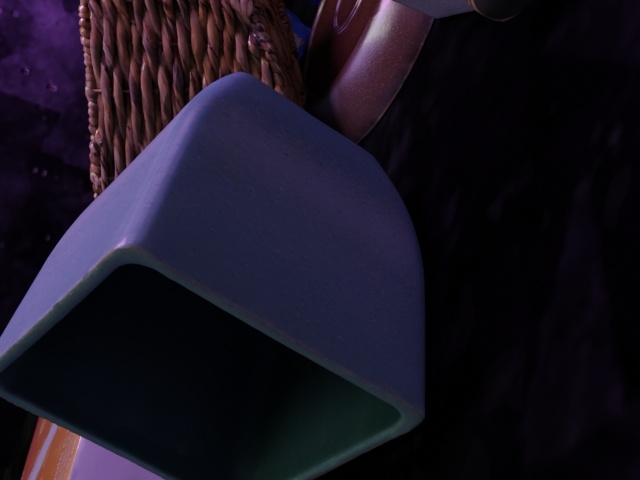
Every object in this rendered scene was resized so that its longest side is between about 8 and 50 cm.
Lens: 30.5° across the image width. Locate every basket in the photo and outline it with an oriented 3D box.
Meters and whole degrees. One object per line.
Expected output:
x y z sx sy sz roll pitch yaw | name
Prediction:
-0.118 -0.136 1.233 0.223 0.213 0.299 -75 -15 -70 | basket

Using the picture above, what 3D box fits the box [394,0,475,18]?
0.108 -0.262 0.953 0.170 0.091 0.130 -159 88 -73 | box

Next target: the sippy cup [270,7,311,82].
-0.133 -0.213 1.473 0.224 0.305 0.240 -58 -26 6 | sippy cup

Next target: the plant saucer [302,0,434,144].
0.051 -0.244 1.195 0.310 0.050 0.311 -160 90 -74 | plant saucer

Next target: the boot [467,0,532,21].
0.165 -0.205 0.753 0.137 0.076 0.198 -101 33 -50 | boot

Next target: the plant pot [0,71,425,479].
-0.069 0.020 0.909 0.247 0.247 0.252 -37 30 44 | plant pot

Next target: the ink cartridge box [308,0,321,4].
-0.004 -0.448 1.291 0.395 0.151 0.270 127 165 -75 | ink cartridge box

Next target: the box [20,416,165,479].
-0.212 0.242 1.269 0.345 0.168 0.215 137 148 -58 | box
